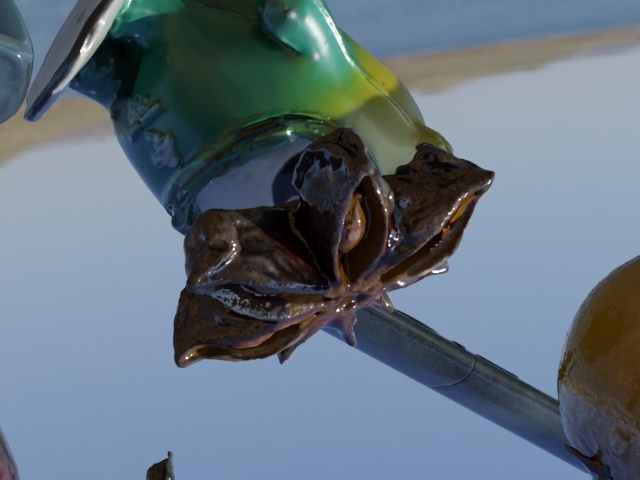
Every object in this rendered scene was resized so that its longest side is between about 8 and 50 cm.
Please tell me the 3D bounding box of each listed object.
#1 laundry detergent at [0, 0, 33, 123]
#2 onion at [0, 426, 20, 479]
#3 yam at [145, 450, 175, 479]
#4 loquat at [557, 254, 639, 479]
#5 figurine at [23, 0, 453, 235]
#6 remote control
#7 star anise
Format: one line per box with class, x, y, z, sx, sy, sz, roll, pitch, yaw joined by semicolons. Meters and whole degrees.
laundry detergent;-0.215;-0.138;0.967;0.097;0.061;0.206;-2;-141;-25
onion;-0.323;0.172;1.233;0.219;0.252;0.252;-1;-172;45
yam;-0.115;0.217;1.360;0.027;0.129;0.033;7;146;-23
loquat;0.325;0.144;1.555;0.275;0.275;0.275;-7;-175;1
figurine;-0.061;-0.107;1.603;0.323;0.340;0.231;-41;-157;45
remote control;0.144;0.137;1.857;0.377;0.044;0.107;29;157;-18
star anise;-0.007;0.002;1.301;0.220;0.099;0.214;-8;140;-27
